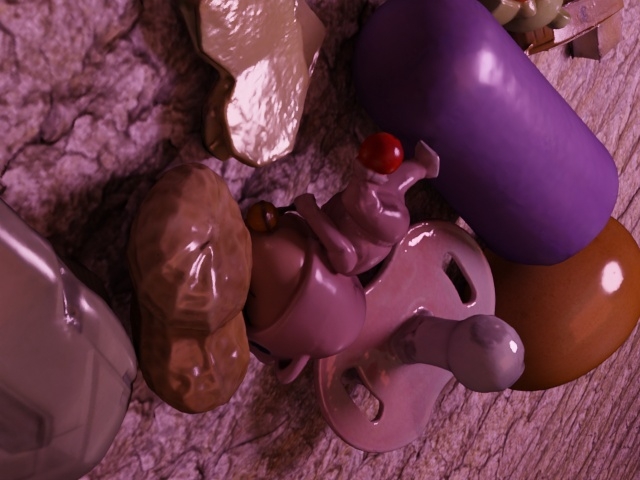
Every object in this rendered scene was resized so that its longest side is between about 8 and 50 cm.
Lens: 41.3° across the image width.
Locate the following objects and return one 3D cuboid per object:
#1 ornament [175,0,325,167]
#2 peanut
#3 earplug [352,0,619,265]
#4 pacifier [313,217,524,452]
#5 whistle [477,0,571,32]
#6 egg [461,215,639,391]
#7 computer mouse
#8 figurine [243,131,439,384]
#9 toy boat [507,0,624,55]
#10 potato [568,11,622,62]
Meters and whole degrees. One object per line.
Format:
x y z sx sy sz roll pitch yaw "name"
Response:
-0.054 -0.186 0.828 0.180 0.059 0.201 -36 131 -38 "ornament"
-0.117 0.048 0.787 0.196 0.110 0.233 -91 -175 -61 "peanut"
0.197 -0.139 1.046 0.456 0.215 0.215 32 83 -49 "earplug"
0.131 0.123 1.089 0.332 0.273 0.220 -46 155 -24 "pacifier"
0.209 -0.316 1.023 0.288 0.131 0.106 -4 140 -50 "whistle"
0.350 0.087 1.302 0.322 0.250 0.250 -42 137 -15 "egg"
-0.258 0.093 0.625 0.228 0.145 0.429 -48 145 -14 "computer mouse"
0.000 0.000 0.891 0.186 0.176 0.287 33 111 -21 "figurine"
0.343 -0.318 1.201 0.226 0.088 0.068 -30 110 -29 "toy boat"
0.425 -0.345 1.323 0.086 0.061 0.122 -46 137 -23 "potato"
